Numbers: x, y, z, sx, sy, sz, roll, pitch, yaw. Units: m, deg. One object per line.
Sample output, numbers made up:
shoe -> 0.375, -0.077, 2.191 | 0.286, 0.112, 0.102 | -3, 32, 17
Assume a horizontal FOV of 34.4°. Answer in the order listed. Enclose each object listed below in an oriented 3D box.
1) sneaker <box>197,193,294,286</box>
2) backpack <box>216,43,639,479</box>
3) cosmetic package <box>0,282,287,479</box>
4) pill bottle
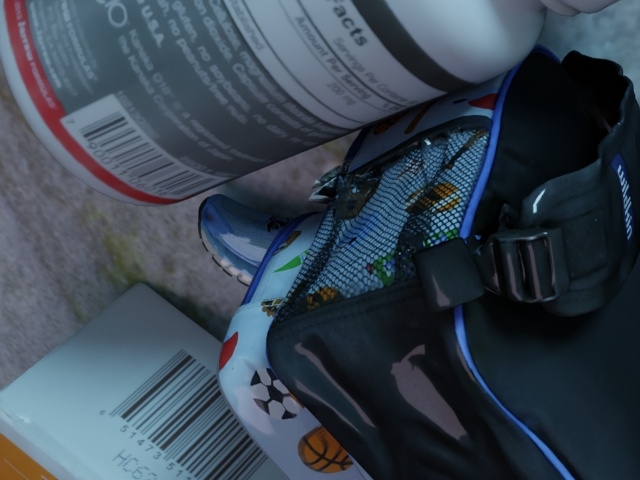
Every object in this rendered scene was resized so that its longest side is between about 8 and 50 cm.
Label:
sneaker -> 0.000, 0.000, 0.672 | 0.162, 0.063, 0.073 | 21, 117, -5
backpack -> 0.095, 0.042, 0.524 | 0.213, 0.263, 0.276 | -13, 123, 36
cosmetic package -> -0.151, 0.275, 0.855 | 0.230, 0.161, 0.453 | 35, 136, 13
pill bottle -> 0.001, -0.129, 0.470 | 0.283, 0.161, 0.161 | -19, 122, 32
